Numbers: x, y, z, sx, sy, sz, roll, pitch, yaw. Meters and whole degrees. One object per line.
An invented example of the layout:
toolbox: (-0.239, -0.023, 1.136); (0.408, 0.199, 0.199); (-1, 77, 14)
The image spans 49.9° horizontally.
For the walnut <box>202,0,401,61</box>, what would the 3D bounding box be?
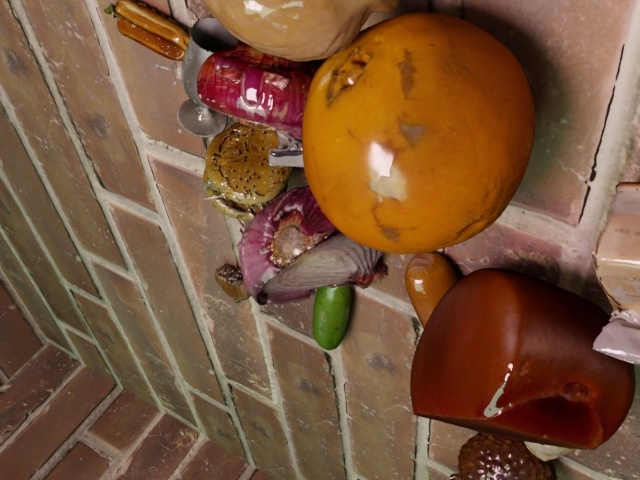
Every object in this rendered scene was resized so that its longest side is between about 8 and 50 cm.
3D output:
walnut: (-0.017, -0.360, 0.799); (0.285, 0.285, 0.296); (42, 110, -3)

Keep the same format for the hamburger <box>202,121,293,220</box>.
hamburger: (-0.136, -0.126, 1.261); (0.177, 0.185, 0.113); (53, 155, 8)

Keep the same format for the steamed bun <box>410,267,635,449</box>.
steamed bun: (0.299, 0.177, 1.073); (0.235, 0.248, 0.379); (17, 164, -8)

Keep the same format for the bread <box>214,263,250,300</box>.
bread: (-0.209, 0.105, 1.721); (0.113, 0.060, 0.082); (25, 144, 25)

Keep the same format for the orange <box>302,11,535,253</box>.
orange: (0.124, -0.133, 0.895); (0.312, 0.312, 0.312); (26, 145, 20)

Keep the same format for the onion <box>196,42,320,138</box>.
onion: (-0.073, -0.251, 1.081); (0.230, 0.163, 0.230); (21, -176, -1)

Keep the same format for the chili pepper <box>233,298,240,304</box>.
chili pepper: (-0.236, 0.135, 1.819); (0.027, 0.022, 0.083); (-14, 116, 53)

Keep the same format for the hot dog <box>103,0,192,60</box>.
hot dog: (-0.302, -0.382, 1.240); (0.188, 0.055, 0.072); (31, 143, 14)

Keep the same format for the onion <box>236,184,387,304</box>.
onion: (0.000, 0.000, 1.276); (0.267, 0.348, 0.159); (-31, 68, 17)

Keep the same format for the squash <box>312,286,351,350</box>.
squash: (0.024, 0.170, 1.549); (0.082, 0.082, 0.292); (28, 145, 17)

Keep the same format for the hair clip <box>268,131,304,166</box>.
hair clip: (0.022, -0.130, 1.192); (0.218, 0.071, 0.159); (18, 161, 8)

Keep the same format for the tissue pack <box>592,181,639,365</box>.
tissue pack: (0.499, 0.073, 0.815); (0.305, 0.238, 0.239); (7, 135, 40)

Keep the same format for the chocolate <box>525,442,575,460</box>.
chocolate: (0.441, 0.297, 1.253); (0.134, 0.134, 0.309); (26, 141, 21)

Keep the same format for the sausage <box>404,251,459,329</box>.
sausage: (0.234, 0.139, 1.283); (0.105, 0.105, 0.274); (2, 131, 44)

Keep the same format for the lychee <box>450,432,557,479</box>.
lychee: (0.392, 0.507, 1.492); (0.238, 0.200, 0.200); (-20, 116, 36)

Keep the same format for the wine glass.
wine glass: (-0.197, -0.281, 1.215); (0.103, 0.103, 0.222); (36, 148, 6)
